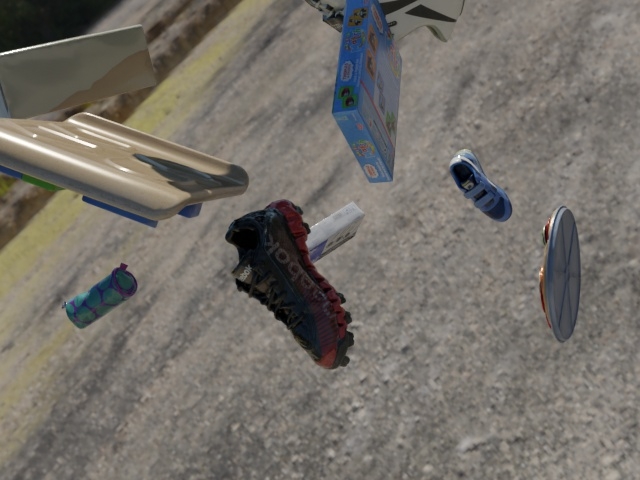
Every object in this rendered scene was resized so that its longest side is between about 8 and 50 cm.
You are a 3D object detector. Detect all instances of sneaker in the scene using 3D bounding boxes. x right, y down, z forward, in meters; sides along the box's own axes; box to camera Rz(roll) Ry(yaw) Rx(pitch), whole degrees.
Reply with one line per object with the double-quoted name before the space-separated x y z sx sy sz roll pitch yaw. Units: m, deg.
"sneaker" 0.268 -0.087 1.491 0.053 0.144 0.059 -42 -6 30
"sneaker" 0.054 -0.346 1.285 0.331 0.146 0.122 1 22 -9
"sneaker" -0.053 0.068 1.255 0.135 0.276 0.097 -9 -27 -36

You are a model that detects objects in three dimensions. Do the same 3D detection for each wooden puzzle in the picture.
"wooden puzzle" -0.297 -0.097 1.252 0.348 0.322 0.080 -42 -29 -75

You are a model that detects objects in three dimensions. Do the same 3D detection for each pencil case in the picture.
"pencil case" -0.416 0.107 1.656 0.152 0.064 0.070 -31 50 27

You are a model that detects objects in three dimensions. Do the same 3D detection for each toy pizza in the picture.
"toy pizza" 0.346 0.049 1.280 0.032 0.201 0.201 0 40 28

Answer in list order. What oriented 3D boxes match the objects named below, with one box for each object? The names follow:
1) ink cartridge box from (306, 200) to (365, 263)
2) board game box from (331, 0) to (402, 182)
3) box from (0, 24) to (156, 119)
"ink cartridge box" 0.000 0.000 1.918 0.207 0.046 0.097 -32 -18 -30
"board game box" 0.067 -0.207 1.163 0.039 0.160 0.211 -4 59 21
"box" -0.485 -0.313 1.645 0.311 0.121 0.148 -24 20 -37
